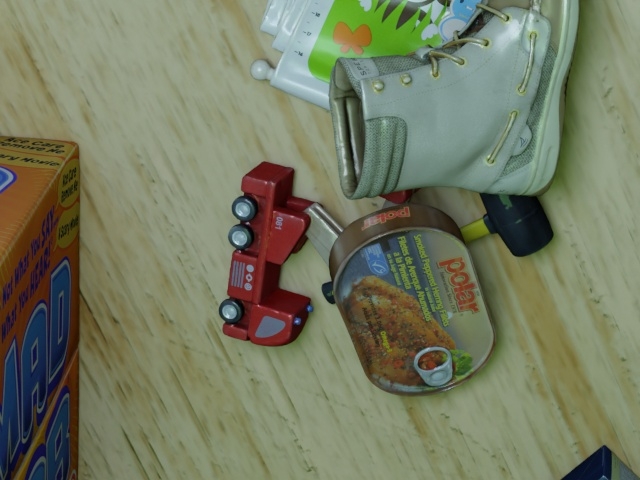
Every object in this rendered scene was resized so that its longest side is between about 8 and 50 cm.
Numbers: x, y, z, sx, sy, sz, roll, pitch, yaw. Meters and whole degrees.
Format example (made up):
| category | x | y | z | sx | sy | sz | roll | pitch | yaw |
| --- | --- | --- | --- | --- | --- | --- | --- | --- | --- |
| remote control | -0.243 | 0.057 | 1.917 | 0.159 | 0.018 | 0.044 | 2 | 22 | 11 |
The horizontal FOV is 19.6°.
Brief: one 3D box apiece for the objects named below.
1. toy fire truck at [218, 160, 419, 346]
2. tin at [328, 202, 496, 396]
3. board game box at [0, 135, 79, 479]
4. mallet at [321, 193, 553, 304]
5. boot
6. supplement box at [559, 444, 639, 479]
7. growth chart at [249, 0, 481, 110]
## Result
| category | x | y | z | sx | sy | sz | roll | pitch | yaw |
| --- | --- | --- | --- | --- | --- | --- | --- | --- | --- |
| toy fire truck | 0.000 | 0.000 | 1.413 | 0.135 | 0.047 | 0.192 | 15 | 113 | 16 |
| tin | 0.070 | 0.046 | 1.395 | 0.106 | 0.040 | 0.189 | -15 | 136 | 6 |
| board game box | -0.387 | 0.135 | 1.365 | 0.356 | 0.356 | 0.356 | 4 | 112 | 3 |
| mallet | 0.090 | 0.014 | 1.426 | 0.190 | 0.039 | 0.062 | -31 | 105 | 24 |
| boot | 0.091 | -0.132 | 1.302 | 0.165 | 0.077 | 0.213 | -3 | 107 | -20 |
| supplement box | 0.223 | 0.225 | 1.470 | 0.083 | 0.056 | 0.083 | 44 | 112 | -8 |
| growth chart | 0.042 | -0.193 | 1.359 | 0.172 | 0.021 | 0.237 | 14 | 113 | 3 |
